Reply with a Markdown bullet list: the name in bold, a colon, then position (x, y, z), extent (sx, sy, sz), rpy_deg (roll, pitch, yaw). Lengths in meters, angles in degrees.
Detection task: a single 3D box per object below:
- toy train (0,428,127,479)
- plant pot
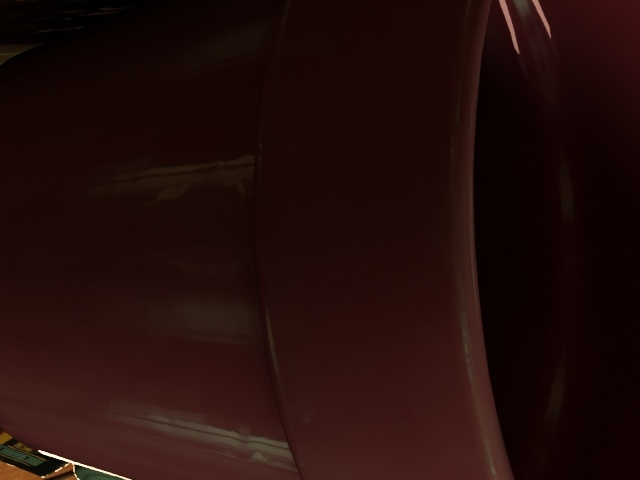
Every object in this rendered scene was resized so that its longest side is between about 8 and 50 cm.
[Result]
- **toy train**: position (-0.132, 0.081, 0.966), extent (0.190, 0.142, 0.334), rpy_deg (24, 155, -19)
- **plant pot**: position (0.000, 0.000, 0.431), extent (0.180, 0.201, 0.201), rpy_deg (-4, -176, 29)
